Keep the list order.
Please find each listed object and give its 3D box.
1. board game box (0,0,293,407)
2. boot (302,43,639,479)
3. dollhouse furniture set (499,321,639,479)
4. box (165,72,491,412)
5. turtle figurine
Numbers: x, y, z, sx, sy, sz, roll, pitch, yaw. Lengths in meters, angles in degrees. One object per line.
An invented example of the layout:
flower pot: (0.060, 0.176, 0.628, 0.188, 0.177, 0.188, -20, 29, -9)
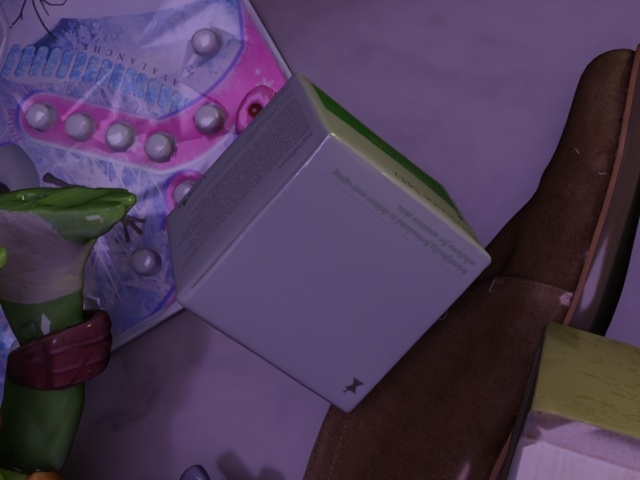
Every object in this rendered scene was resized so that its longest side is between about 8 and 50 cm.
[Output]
board game box: (-0.241, -0.091, 0.655, 0.390, 0.050, 0.390, -30, 82, 5)
boot: (0.076, 0.041, 0.576, 0.115, 0.112, 0.305, 22, 91, 20)
dollhouse furniture set: (0.229, 0.216, 0.407, 0.394, 0.362, 0.256, 16, 99, 10)
box: (0.000, 0.000, 0.554, 0.101, 0.087, 0.102, 36, 105, -24)
turtle figurine: (-0.096, 0.124, 0.520, 0.197, 0.274, 0.266, -13, 109, -26)
